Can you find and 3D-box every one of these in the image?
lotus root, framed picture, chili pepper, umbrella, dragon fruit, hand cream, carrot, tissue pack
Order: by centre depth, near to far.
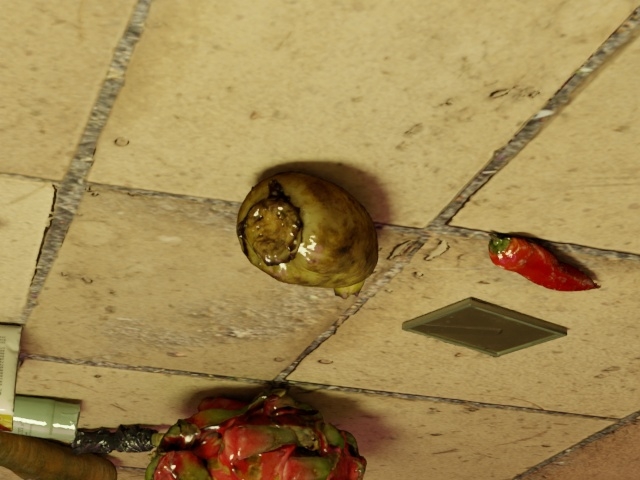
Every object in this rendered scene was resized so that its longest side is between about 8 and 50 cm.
[{"bbox_3d":[0.000,0.000,1.278,0.108,0.094,0.191,16,175,28],"label":"lotus root"},{"bbox_3d":[0.216,0.028,1.407,0.045,0.027,0.178,-19,152,38],"label":"chili pepper"},{"bbox_3d":[0.179,0.097,1.593,0.149,0.011,0.109,19,151,-35],"label":"framed picture"},{"bbox_3d":[-0.409,0.150,1.617,0.149,0.106,0.099,6,158,-10],"label":"tissue pack"},{"bbox_3d":[-0.080,0.305,1.826,0.303,0.231,0.237,28,158,-29],"label":"dragon fruit"},{"bbox_3d":[-0.409,0.218,1.861,0.205,0.050,0.078,8,156,-7],"label":"hand cream"},{"bbox_3d":[-0.272,0.271,1.987,0.144,0.040,0.037,-4,164,20],"label":"umbrella"},{"bbox_3d":[-0.414,0.296,2.027,0.070,0.070,0.342,-15,151,34],"label":"carrot"}]
